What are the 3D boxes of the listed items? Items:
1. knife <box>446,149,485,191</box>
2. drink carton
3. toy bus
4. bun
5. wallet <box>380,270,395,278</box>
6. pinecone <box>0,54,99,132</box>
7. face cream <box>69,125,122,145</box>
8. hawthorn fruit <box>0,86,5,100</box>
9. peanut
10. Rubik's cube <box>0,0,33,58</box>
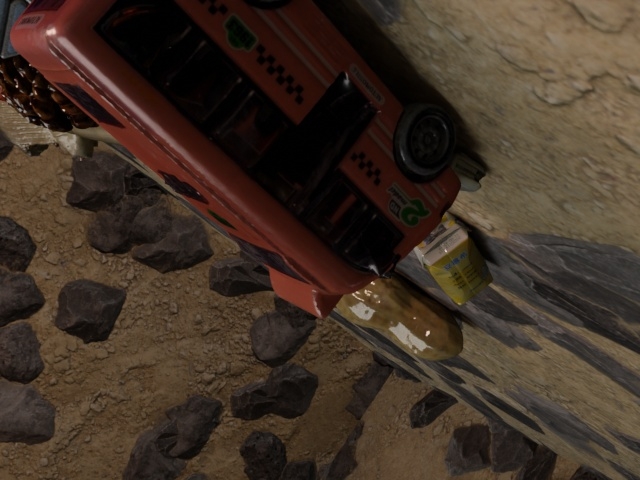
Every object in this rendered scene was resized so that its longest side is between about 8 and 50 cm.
[{"bbox_3d":[0.115,-0.083,1.015,0.073,0.040,0.265,30,173,-21],"label":"knife"},{"bbox_3d":[0.176,0.014,1.162,0.074,0.084,0.200,58,-173,36],"label":"drink carton"},{"bbox_3d":[-0.066,-0.126,0.812,0.427,0.233,0.203,43,168,-32],"label":"toy bus"},{"bbox_3d":[-0.614,-0.328,1.913,0.281,0.205,0.281,12,133,13],"label":"bun"},{"bbox_3d":[0.000,-0.001,1.580,0.285,0.030,0.146,30,176,-9],"label":"wallet"},{"bbox_3d":[-0.420,-0.277,1.349,0.221,0.221,0.221,34,171,6],"label":"pinecone"},{"bbox_3d":[-0.337,-0.205,1.461,0.341,0.084,0.137,16,148,33],"label":"face cream"},{"bbox_3d":[-0.550,-0.346,1.571,0.266,0.210,0.230,30,-179,15],"label":"hawthorn fruit"},{"bbox_3d":[0.161,0.149,1.758,0.313,0.149,0.149,34,171,7],"label":"peanut"},{"bbox_3d":[-0.447,-0.385,1.203,0.228,0.229,0.233,-19,90,35],"label":"Rubik's cube"}]
